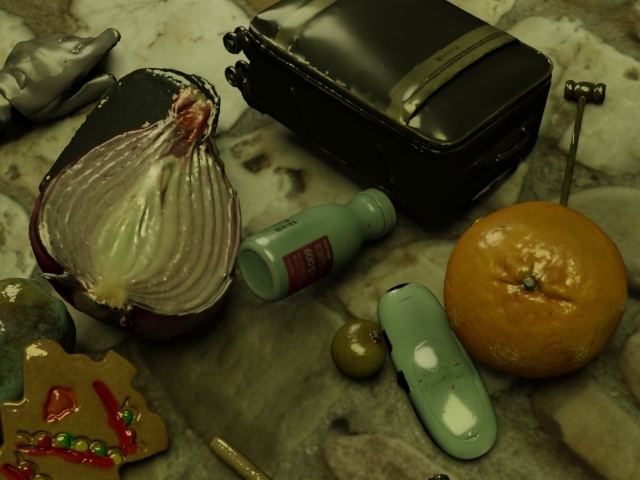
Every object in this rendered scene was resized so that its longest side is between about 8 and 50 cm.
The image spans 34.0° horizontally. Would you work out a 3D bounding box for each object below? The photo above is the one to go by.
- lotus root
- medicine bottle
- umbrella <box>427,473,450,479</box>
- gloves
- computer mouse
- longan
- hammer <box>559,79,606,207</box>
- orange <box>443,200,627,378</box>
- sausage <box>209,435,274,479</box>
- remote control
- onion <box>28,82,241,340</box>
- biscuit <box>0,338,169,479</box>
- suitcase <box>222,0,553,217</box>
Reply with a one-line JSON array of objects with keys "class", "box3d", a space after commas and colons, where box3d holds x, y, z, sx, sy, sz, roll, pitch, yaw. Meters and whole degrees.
[{"class": "lotus root", "box3d": [-0.432, 0.192, 1.287, 0.140, 0.158, 0.322, 22, 68, 42]}, {"class": "medicine bottle", "box3d": [0.000, 0.000, 1.365, 0.217, 0.090, 0.090, -27, 55, -33]}, {"class": "umbrella", "box3d": [0.168, 0.327, 1.183, 0.037, 0.040, 0.144, -25, 58, -19]}, {"class": "gloves", "box3d": [-0.423, -0.242, 1.616, 0.285, 0.119, 0.142, -41, 92, -22]}, {"class": "computer mouse", "box3d": [-0.268, -0.126, 1.522, 0.168, 0.087, 0.295, 36, 81, 19]}, {"class": "longan", "box3d": [0.052, 0.133, 1.303, 0.075, 0.083, 0.075, 26, 44, -27]}, {"class": "hammer", "box3d": [0.350, -0.106, 1.456, 0.058, 0.029, 0.292, 8, 60, 16]}, {"class": "orange", "box3d": [0.258, 0.058, 1.265, 0.219, 0.193, 0.219, 2, 69, -5]}, {"class": "sausage", "box3d": [-0.082, 0.280, 1.257, 0.132, 0.024, 0.024, 34, 67, 27]}, {"class": "remote control", "box3d": [0.141, 0.154, 1.298, 0.097, 0.045, 0.256, -22, 54, -7]}, {"class": "onion", "box3d": [-0.228, -0.031, 1.391, 0.267, 0.159, 0.348, 30, 59, -12]}, {"class": "biscuit", "box3d": [-0.304, 0.240, 1.249, 0.212, 0.041, 0.238, 39, 77, -17]}, {"class": "suitcase", "box3d": [0.100, -0.229, 1.461, 0.434, 0.194, 0.283, 37, 55, 26]}]
